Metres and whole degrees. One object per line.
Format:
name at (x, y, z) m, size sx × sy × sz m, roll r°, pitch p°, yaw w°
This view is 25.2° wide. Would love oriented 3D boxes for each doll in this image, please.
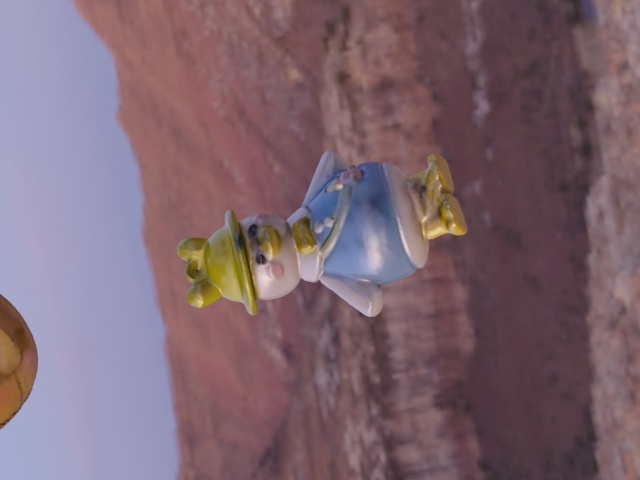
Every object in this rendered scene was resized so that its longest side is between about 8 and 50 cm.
doll at (0.000, 0.000, 1.206) m, size 0.099 × 0.241 × 0.135 m, roll -98°, pitch -8°, yaw -80°

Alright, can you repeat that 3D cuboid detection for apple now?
apple at (-0.294, 0.093, 1.091) m, size 0.146 × 0.147 × 0.146 m, roll 170°, pitch 90°, yaw -89°
